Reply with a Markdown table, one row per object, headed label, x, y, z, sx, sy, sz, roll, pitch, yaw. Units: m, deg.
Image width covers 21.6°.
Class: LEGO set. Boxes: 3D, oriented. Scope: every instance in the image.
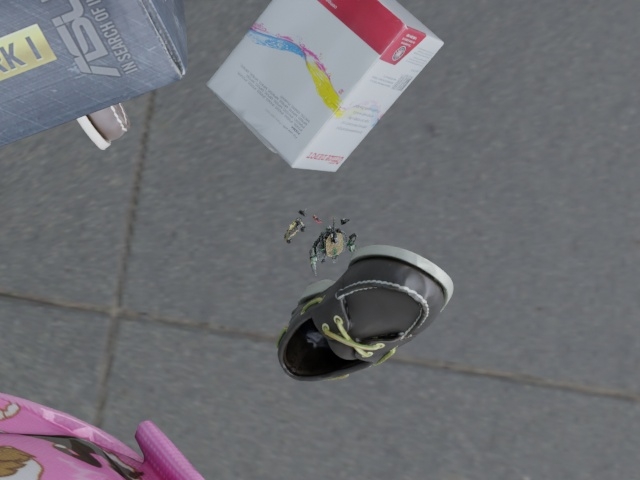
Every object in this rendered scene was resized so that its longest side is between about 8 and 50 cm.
| label | x | y | z | sx | sy | sz | roll | pitch | yaw |
| --- | --- | --- | --- | --- | --- | --- | --- | --- | --- |
| LEGO set | 0.001 | -0.003 | 1.427 | 0.054 | 0.023 | 0.083 | -47 | 129 | -9 |

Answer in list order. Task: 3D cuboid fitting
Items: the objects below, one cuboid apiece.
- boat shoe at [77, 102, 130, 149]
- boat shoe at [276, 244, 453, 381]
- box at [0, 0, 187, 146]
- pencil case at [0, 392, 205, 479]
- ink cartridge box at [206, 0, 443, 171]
| label | x | y | z | sx | sy | sz | roll | pitch | yaw |
| --- | --- | --- | --- | --- | --- | --- | --- | --- | --- |
| boat shoe | -0.288 | -0.262 | 1.925 | 0.097 | 0.116 | 0.324 | -25 | 106 | -2 |
| boat shoe | 0.030 | 0.063 | 1.287 | 0.081 | 0.228 | 0.068 | 35 | 67 | -9 |
| box | -0.132 | -0.092 | 0.442 | 0.183 | 0.232 | 0.059 | -20 | 127 | 9 |
| pencil case | -0.157 | 0.242 | 0.587 | 0.160 | 0.167 | 0.386 | 22 | 101 | 6 |
| ink cartridge box | 0.004 | -0.171 | 1.631 | 0.127 | 0.128 | 0.176 | 43 | 103 | 15 |
